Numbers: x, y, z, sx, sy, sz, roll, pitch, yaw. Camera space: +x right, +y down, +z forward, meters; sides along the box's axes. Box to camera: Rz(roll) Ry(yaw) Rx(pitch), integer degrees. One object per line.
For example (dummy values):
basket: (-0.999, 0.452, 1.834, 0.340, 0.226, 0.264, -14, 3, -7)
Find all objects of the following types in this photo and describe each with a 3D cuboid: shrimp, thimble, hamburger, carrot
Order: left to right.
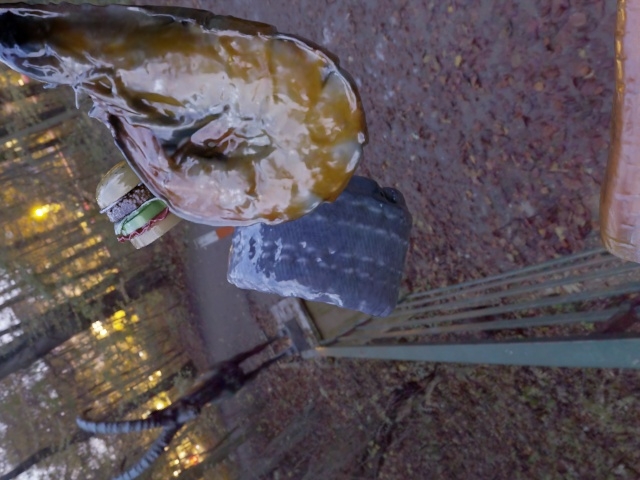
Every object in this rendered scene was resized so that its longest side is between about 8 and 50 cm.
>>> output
hamburger: (-0.311, -0.078, 0.925, 0.137, 0.175, 0.175, 52, 164, -21)
shrimp: (-0.120, -0.097, 0.409, 0.062, 0.316, 0.164, -90, 13, -72)
thimble: (0.000, 0.000, 0.705, 0.205, 0.236, 0.172, 87, -166, -81)
carrot: (0.170, -0.095, 0.271, 0.057, 0.057, 0.224, 30, 144, 55)
